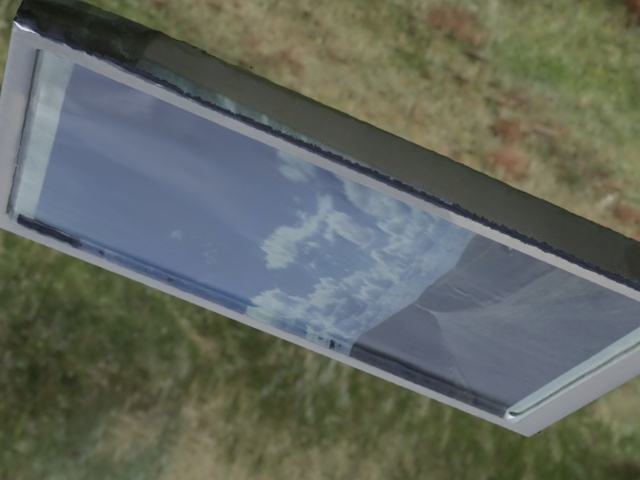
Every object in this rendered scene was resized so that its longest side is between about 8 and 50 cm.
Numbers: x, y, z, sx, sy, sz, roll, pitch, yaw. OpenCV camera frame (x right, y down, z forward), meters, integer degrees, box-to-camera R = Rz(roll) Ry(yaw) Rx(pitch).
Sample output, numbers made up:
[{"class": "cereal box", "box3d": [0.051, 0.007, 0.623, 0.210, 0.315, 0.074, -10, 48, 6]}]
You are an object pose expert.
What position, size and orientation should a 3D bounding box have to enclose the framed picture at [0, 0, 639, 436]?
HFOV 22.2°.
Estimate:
[{"class": "framed picture", "box3d": [0.000, 0.000, 0.610, 0.260, 0.023, 0.189, 22, 157, -7]}]
